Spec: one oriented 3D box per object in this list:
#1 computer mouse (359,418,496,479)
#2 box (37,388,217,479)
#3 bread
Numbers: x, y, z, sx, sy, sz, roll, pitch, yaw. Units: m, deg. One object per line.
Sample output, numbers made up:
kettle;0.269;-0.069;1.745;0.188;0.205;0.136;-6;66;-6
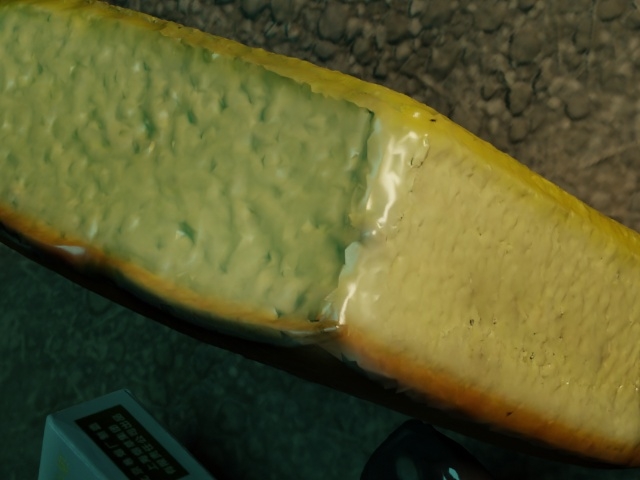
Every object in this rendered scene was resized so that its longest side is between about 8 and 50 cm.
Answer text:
computer mouse;0.071;0.198;0.953;0.122;0.073;0.217;33;125;52
box;-0.082;0.222;1.044;0.243;0.067;0.155;39;133;35
bread;0.000;0.000;0.925;0.324;0.333;0.143;19;87;39
